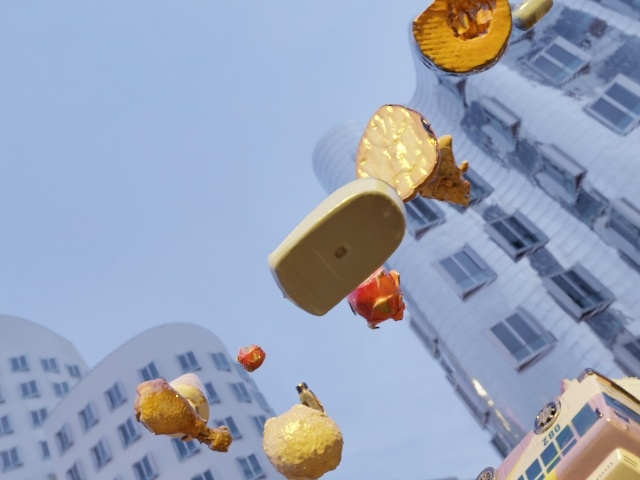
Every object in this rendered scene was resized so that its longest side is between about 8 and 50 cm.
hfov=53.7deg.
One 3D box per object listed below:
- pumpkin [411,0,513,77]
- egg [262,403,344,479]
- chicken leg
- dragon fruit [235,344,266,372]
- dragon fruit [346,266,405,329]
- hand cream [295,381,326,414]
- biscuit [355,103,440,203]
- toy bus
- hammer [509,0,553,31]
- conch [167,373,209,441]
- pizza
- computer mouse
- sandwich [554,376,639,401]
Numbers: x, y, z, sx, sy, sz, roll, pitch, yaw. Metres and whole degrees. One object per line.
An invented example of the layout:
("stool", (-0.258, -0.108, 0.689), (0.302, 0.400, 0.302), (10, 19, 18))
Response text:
("pumpkin", (0.261, -0.452, 1.196), (0.190, 0.139, 0.280), (-4, -80, 15))
("egg", (-0.031, 0.340, 1.063), (0.140, 0.118, 0.116), (9, -61, 5))
("chicken leg", (-0.299, 0.392, 1.382), (0.252, 0.087, 0.107), (34, -102, -17))
("dragon fruit", (-0.201, 0.335, 1.786), (0.083, 0.060, 0.056), (-18, -52, 23))
("dragon fruit", (0.204, 0.199, 2.320), (0.224, 0.224, 0.227), (-31, -57, -8))
("hand cream", (-0.024, 0.476, 1.778), (0.062, 0.163, 0.039), (-38, -33, 14))
("biscuit", (0.159, -0.189, 1.346), (0.203, 0.260, 0.041), (-32, -39, 31))
("toy bus", (0.493, 0.498, 1.258), (0.440, 0.209, 0.249), (-53, 0, 12))
("hammer", (0.533, -0.624, 1.707), (0.116, 0.194, 0.069), (-44, -62, 4))
("conch", (-0.332, 0.405, 1.614), (0.127, 0.255, 0.158), (-33, -76, 16))
("pizza", (0.401, -0.198, 2.061), (0.189, 0.071, 0.297), (-29, -50, 5))
("computer mouse", (0.030, 0.005, 0.932), (0.231, 0.079, 0.128), (-39, -75, -6))
("sandwich", (0.741, 0.432, 1.503), (0.326, 0.131, 0.262), (-5, 10, 15))
